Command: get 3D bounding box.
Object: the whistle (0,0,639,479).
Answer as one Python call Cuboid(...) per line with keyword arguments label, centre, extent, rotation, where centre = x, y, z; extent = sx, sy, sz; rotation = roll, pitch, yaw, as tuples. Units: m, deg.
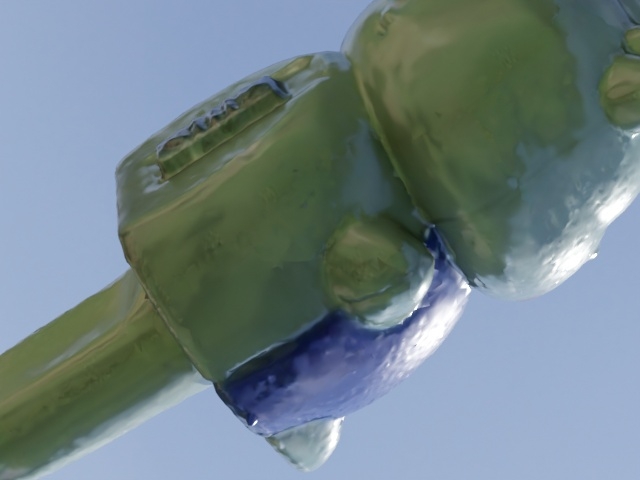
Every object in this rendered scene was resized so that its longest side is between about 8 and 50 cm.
Cuboid(label="whistle", centre=(0.000, 0.000, 0.365), extent=(0.244, 0.092, 0.110), rotation=(-34, -156, 3))
